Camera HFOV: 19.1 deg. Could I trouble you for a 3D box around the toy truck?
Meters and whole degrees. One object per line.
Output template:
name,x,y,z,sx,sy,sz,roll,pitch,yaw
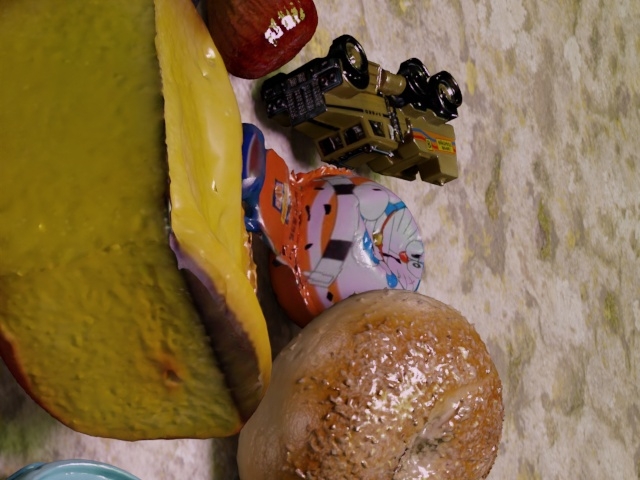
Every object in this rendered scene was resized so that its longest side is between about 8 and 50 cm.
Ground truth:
toy truck,0.052,-0.133,2.106,0.257,0.127,0.127,18,56,-51

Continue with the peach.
peach,-0.181,-0.012,1.623,0.306,0.242,0.380,55,20,-66

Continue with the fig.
fig,-0.065,-0.248,1.986,0.119,0.119,0.153,-20,99,-57

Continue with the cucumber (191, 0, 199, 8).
cucumber,-0.157,-0.240,1.877,0.074,0.074,0.241,57,38,-30

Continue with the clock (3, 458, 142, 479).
clock,-0.189,0.281,1.569,0.274,0.094,0.224,19,39,-29

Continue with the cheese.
cheese,0.000,0.000,1.997,0.329,0.129,0.217,41,45,-41

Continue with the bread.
bread,0.063,0.197,1.920,0.305,0.159,0.306,-14,114,-33
